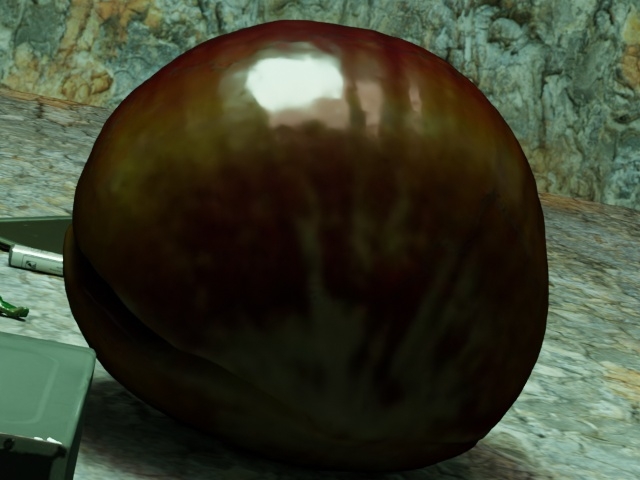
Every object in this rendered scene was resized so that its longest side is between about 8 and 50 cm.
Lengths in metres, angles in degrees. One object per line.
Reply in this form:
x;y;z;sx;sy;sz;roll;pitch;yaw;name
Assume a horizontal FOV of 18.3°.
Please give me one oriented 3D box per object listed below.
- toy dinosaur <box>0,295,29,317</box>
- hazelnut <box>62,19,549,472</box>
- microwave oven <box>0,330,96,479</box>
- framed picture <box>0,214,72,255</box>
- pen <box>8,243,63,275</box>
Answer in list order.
-0.340;0.057;2.018;0.060;0.029;0.119;25;-4;-33;toy dinosaur
0.000;0.000;1.723;0.429;0.402;0.402;21;7;-18;hazelnut
-0.291;0.141;1.106;0.295;0.181;0.237;11;11;-5;microwave oven
-0.300;0.002;2.396;0.197;0.014;0.252;18;12;31;framed picture
-0.250;0.037;2.231;0.204;0.025;0.025;12;10;-5;pen
